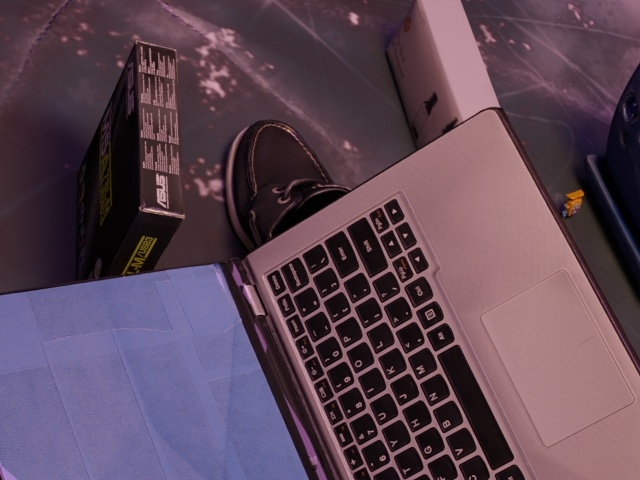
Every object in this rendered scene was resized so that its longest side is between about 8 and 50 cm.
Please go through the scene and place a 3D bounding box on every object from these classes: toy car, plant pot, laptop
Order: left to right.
[{"bbox_3d":[0.007,0.128,0.971,0.236,0.408,0.382,26,36,-63],"label":"laptop"},{"bbox_3d":[0.270,-0.006,1.475,0.060,0.040,0.122,32,44,28],"label":"toy car"},{"bbox_3d":[0.446,-0.061,1.499,0.236,0.212,0.236,-2,56,-29],"label":"plant pot"}]

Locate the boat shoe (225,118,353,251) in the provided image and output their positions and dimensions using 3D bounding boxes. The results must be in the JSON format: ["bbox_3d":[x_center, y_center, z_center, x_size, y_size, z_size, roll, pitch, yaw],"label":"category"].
[{"bbox_3d":[-0.004,0.000,1.271,0.127,0.113,0.340,6,52,-24],"label":"boat shoe"}]

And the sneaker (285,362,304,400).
[{"bbox_3d":[-0.003,0.196,1.121,0.115,0.105,0.281,-31,69,-34],"label":"sneaker"}]

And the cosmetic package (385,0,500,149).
[{"bbox_3d":[0.141,-0.154,1.487,0.060,0.099,0.239,4,52,-26],"label":"cosmetic package"}]

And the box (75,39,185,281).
[{"bbox_3d":[-0.169,-0.043,1.167,0.045,0.184,0.190,9,52,-21],"label":"box"}]
